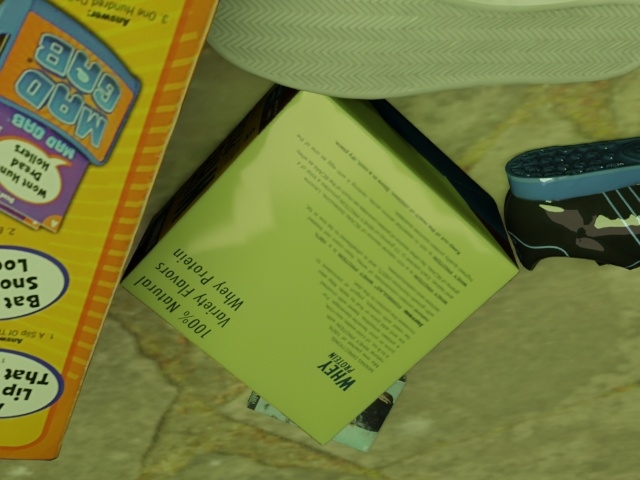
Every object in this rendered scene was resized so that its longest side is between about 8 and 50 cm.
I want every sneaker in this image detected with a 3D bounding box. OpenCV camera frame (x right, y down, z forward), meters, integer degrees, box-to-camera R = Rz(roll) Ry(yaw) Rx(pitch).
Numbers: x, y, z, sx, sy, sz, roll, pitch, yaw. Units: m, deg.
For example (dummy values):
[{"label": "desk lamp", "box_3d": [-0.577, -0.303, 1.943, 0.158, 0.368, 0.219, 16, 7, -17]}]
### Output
[{"label": "sneaker", "box_3d": [0.063, -0.187, 0.650, 0.292, 0.169, 0.108, 0, 147, -13]}, {"label": "sneaker", "box_3d": [0.258, -0.027, 0.770, 0.232, 0.081, 0.091, -3, 119, 13]}]

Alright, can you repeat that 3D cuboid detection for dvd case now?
[{"label": "dvd case", "box_3d": [0.005, 0.135, 0.897, 0.119, 0.013, 0.087, 23, 115, -6]}]

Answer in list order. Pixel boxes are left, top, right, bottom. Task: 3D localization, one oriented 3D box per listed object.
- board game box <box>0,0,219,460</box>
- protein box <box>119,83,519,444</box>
[{"label": "board game box", "box_3d": [-0.279, -0.145, 0.506, 0.356, 0.356, 0.356, 8, 127, -25]}, {"label": "protein box", "box_3d": [0.000, 0.000, 0.757, 0.200, 0.136, 0.201, 41, 109, -14]}]
